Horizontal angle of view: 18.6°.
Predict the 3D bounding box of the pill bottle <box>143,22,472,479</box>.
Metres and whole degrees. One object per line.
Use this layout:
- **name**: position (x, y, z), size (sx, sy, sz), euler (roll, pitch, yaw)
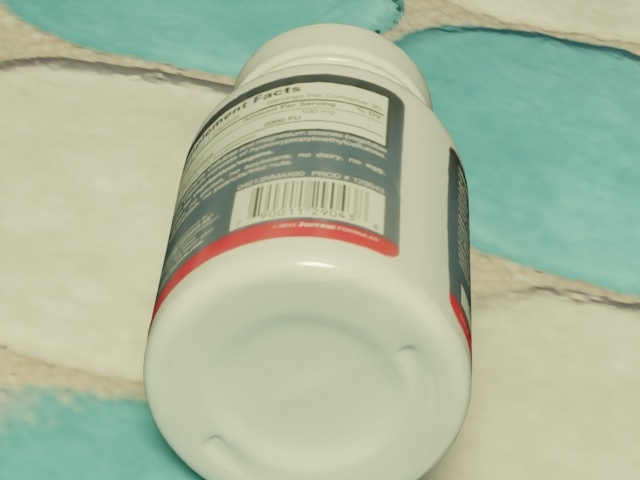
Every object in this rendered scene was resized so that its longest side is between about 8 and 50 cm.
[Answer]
- **pill bottle**: position (0.000, 0.000, 0.698), size (0.108, 0.108, 0.180), euler (13, 34, -5)
